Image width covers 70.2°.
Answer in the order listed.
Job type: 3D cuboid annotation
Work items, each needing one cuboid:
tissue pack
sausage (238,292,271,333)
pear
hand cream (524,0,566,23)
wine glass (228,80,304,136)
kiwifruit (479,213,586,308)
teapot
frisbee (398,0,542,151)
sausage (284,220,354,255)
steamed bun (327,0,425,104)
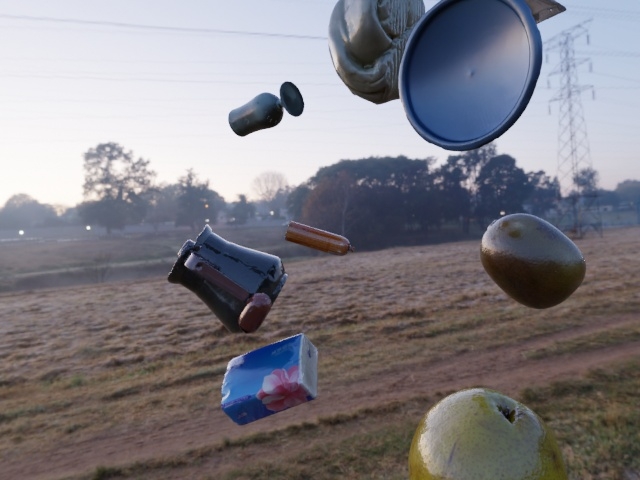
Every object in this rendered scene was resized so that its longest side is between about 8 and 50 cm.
[{"bbox_3d":[-0.150,0.408,1.365,0.269,0.137,0.209,-24,28,16],"label":"tissue pack"},{"bbox_3d":[-0.200,0.221,1.379,0.076,0.141,0.076,30,20,-12],"label":"sausage"},{"bbox_3d":[0.226,0.307,0.621,0.208,0.209,0.209,-4,0,0],"label":"pear"},{"bbox_3d":[0.271,-0.486,0.801,0.335,0.076,0.121,32,17,-4],"label":"hand cream"},{"bbox_3d":[-0.165,-0.377,1.330,0.230,0.103,0.103,-9,-3,38],"label":"wine glass"},{"bbox_3d":[0.486,0.043,1.067,0.196,0.234,0.196,-38,-14,-11],"label":"kiwifruit"},{"bbox_3d":[-0.321,0.128,1.544,0.361,0.306,0.376,31,-5,-6],"label":"teapot"},{"bbox_3d":[0.271,-0.312,0.848,0.049,0.290,0.289,-12,6,-41],"label":"frisbee"},{"bbox_3d":[0.000,0.000,1.526,0.234,0.071,0.071,17,2,4],"label":"sausage"},{"bbox_3d":[0.157,-0.576,1.344,0.254,0.343,0.367,10,18,40],"label":"steamed bun"}]
